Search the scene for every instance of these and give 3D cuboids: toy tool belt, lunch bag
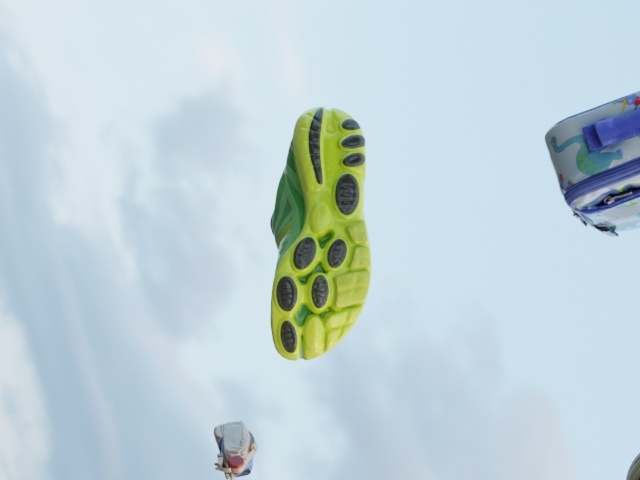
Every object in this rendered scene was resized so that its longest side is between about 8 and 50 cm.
[{"bbox_3d":[-0.095,0.246,2.163,0.083,0.052,0.051,-102,-175,-55],"label":"toy tool belt"},{"bbox_3d":[0.311,-0.085,1.660,0.176,0.219,0.090,30,40,-67],"label":"lunch bag"}]

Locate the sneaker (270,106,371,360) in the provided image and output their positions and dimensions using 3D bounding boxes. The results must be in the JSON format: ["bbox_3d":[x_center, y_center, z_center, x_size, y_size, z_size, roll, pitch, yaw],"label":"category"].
[{"bbox_3d":[0.000,0.000,2.139,0.123,0.109,0.295,117,-18,-67],"label":"sneaker"}]

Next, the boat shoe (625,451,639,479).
[{"bbox_3d":[0.477,0.217,2.017,0.132,0.355,0.130,37,25,-17],"label":"boat shoe"}]
